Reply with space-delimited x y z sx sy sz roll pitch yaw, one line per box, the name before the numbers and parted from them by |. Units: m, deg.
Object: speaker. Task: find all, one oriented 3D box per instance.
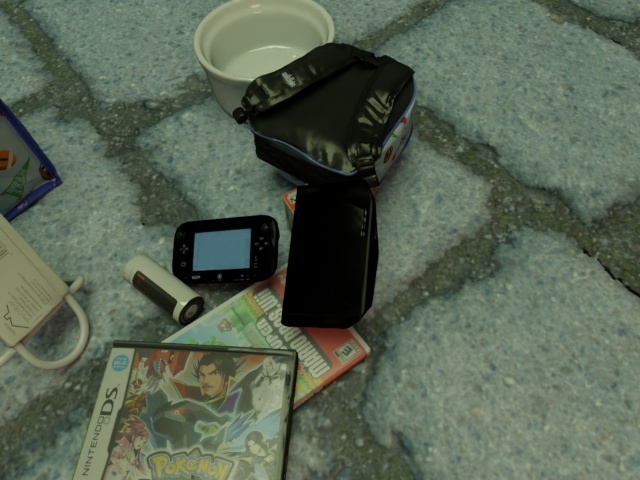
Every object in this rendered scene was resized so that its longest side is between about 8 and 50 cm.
speaker | -0.253 0.077 0.894 0.136 0.055 0.055 33 64 23

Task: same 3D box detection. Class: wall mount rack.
wall mount rack | -0.512 0.083 0.775 0.130 0.350 0.304 -7 36 36

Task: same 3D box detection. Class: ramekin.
ramekin | -0.107 -0.366 1.134 0.277 0.135 0.277 -1 56 2

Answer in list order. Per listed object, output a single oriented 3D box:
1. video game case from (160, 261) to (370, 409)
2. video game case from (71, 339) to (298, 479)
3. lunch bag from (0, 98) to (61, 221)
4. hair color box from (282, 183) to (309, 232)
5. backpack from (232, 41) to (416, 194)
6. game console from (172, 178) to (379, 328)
video game case | -0.098 0.172 0.836 0.285 0.025 0.204 -32 60 -16
video game case | -0.178 0.260 0.746 0.274 0.035 0.248 2 57 6
lunch bag | -0.691 -0.217 0.925 0.327 0.386 0.239 27 61 19
hair color box | 0.000 0.000 0.904 0.053 0.093 0.167 -27 59 -14
backpack | 0.040 -0.202 0.970 0.276 0.213 0.263 32 72 16
game console | -0.083 0.026 0.850 0.361 0.044 0.213 -4 70 26
